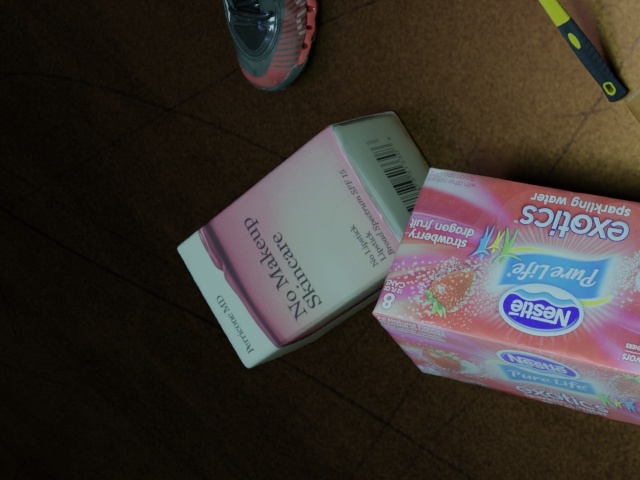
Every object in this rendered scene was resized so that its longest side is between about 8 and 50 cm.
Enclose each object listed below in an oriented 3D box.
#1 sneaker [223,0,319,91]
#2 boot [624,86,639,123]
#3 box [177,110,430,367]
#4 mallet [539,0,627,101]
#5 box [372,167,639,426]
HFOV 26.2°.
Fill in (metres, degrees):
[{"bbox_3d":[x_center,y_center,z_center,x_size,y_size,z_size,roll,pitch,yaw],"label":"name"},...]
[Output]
[{"bbox_3d":[-0.067,-0.277,1.321,0.097,0.135,0.276,9,107,29],"label":"sneaker"},{"bbox_3d":[0.354,-0.104,1.124,0.197,0.073,0.152,-36,76,31],"label":"boot"},{"bbox_3d":[0.000,0.000,1.344,0.232,0.127,0.149,-37,80,33],"label":"box"},{"bbox_3d":[0.211,-0.197,1.174,0.189,0.039,0.062,42,127,-16],"label":"mallet"},{"bbox_3d":[0.218,0.055,1.169,0.300,0.142,0.154,13,70,31],"label":"box"}]
